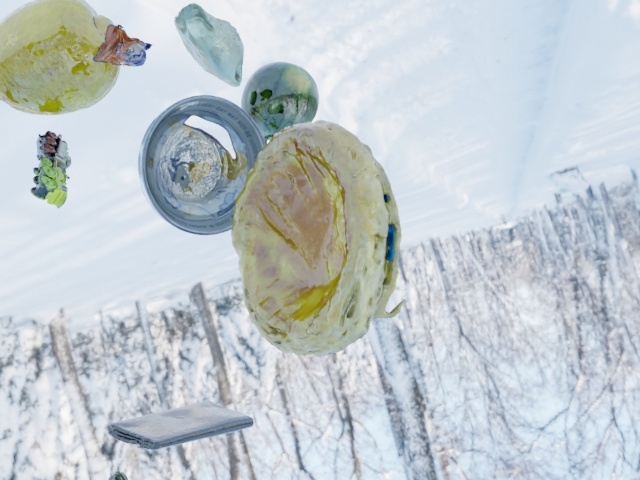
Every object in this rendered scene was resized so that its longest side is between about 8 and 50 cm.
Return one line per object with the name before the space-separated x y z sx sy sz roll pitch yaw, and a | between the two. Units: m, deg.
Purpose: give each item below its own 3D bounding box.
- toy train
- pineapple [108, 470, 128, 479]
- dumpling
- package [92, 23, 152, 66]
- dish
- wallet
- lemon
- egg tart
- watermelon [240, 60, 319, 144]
toy train | -0.630 -0.175 1.459 0.085 0.249 0.053 29 116 -37
pineapple | -0.309 0.462 1.081 0.074 0.159 0.074 -31 -155 16
dumpling | -0.238 -0.444 1.399 0.108 0.152 0.219 -33 141 -12
package | -0.367 -0.360 1.163 0.077 0.033 0.111 -39 157 33
dish | -0.254 -0.153 1.260 0.273 0.273 0.134 -15 -164 -35
wallet | -0.317 0.433 1.447 0.171 0.044 0.321 9 -178 33
lemon | -0.635 -0.429 1.479 0.316 0.285 0.285 -52 -175 -11
egg tart | 0.000 0.000 1.013 0.169 0.387 0.388 -1 168 -43
watermelon | -0.113 -0.367 1.619 0.232 0.204 0.127 -59 172 -6
